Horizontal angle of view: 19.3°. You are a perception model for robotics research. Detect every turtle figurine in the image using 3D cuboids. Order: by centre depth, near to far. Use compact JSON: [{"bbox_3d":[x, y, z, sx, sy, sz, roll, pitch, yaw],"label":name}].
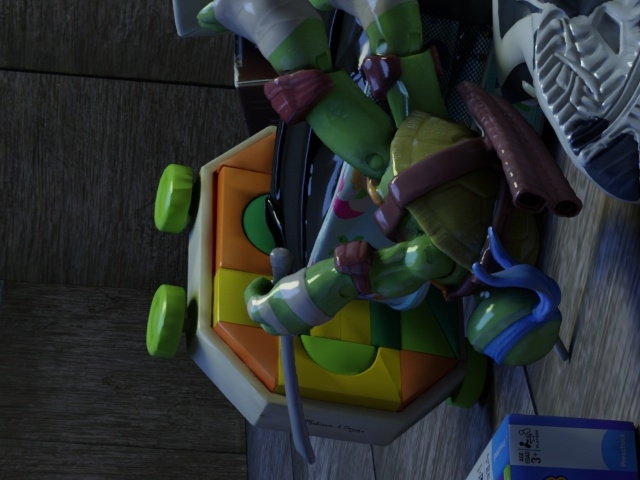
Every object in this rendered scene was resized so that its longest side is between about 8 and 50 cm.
[{"bbox_3d":[0.029,-0.023,1.122,0.275,0.197,0.266,94,151,-78],"label":"turtle figurine"}]

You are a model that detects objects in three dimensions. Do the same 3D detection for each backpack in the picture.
[{"bbox_3d":[0.056,-0.076,1.392,0.225,0.191,0.254,-139,66,-77],"label":"backpack"}]

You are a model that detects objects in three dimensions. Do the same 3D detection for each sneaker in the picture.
[{"bbox_3d":[0.156,-0.099,1.084,0.153,0.094,0.235,67,179,-60],"label":"sneaker"}]

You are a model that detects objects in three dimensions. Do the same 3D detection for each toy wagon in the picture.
[{"bbox_3d":[0.000,0.000,1.523,0.068,0.267,0.344,120,155,-51],"label":"toy wagon"}]

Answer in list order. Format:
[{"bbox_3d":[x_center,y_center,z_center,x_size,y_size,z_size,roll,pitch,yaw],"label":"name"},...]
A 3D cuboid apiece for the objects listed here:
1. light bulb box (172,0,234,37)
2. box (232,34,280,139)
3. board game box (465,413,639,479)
[{"bbox_3d":[-0.027,-0.391,1.510,0.358,0.225,0.361,104,162,-79],"label":"light bulb box"},{"bbox_3d":[0.014,-0.158,1.754,0.203,0.167,0.168,79,-173,-57],"label":"box"},{"bbox_3d":[0.118,0.279,1.172,0.347,0.078,0.233,107,165,-62],"label":"board game box"}]
